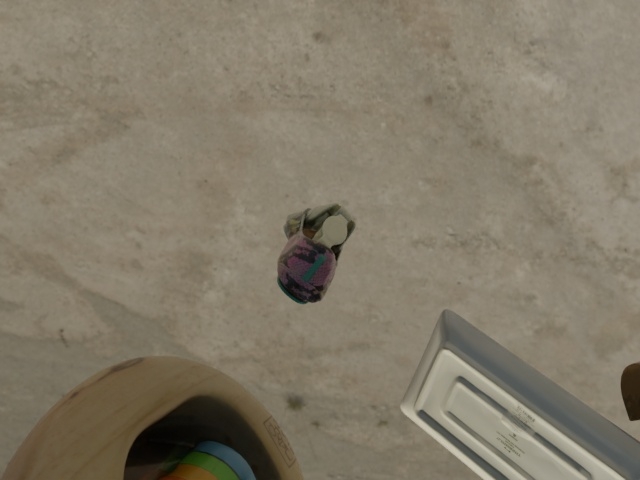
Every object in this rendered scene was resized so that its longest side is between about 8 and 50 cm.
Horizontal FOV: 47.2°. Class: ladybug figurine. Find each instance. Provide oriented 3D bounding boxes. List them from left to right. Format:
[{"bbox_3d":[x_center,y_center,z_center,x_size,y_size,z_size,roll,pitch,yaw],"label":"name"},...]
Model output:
[{"bbox_3d":[-0.145,0.266,0.664,0.161,0.449,0.305,-33,83,15],"label":"ladybug figurine"}]

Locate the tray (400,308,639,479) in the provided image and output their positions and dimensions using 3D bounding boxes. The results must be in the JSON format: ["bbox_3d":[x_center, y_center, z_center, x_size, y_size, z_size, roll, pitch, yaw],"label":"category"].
[{"bbox_3d":[0.197,0.200,0.733,0.270,0.030,0.145,36,119,31],"label":"tray"}]

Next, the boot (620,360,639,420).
[{"bbox_3d":[0.409,0.230,0.698,0.211,0.295,0.104,-7,170,-25],"label":"boot"}]

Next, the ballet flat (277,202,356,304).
[{"bbox_3d":[0.000,0.000,0.791,0.077,0.221,0.079,42,103,-8],"label":"ballet flat"}]
